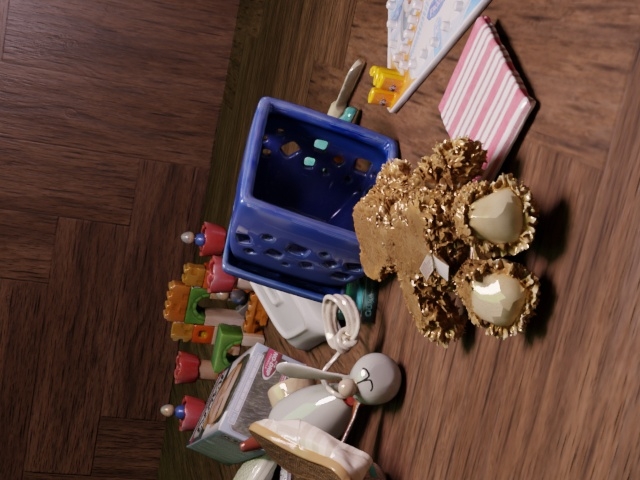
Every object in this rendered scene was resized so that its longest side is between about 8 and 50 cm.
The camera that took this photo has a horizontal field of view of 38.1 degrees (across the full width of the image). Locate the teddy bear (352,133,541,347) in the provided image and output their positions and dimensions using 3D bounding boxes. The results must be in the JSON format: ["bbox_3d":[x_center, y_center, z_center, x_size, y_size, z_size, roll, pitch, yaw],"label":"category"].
[{"bbox_3d":[0.156,-0.001,1.075,0.338,0.113,0.245,156,99,-69],"label":"teddy bear"}]

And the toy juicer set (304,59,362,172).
[{"bbox_3d":[0.010,-0.147,1.709,0.329,0.089,0.209,-62,-2,-17],"label":"toy juicer set"}]

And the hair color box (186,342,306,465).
[{"bbox_3d":[-0.161,0.345,1.902,0.185,0.113,0.374,-67,10,-23],"label":"hair color box"}]

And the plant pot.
[{"bbox_3d":[-0.025,-0.046,1.436,0.212,0.236,0.236,118,165,-48],"label":"plant pot"}]

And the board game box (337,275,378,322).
[{"bbox_3d":[0.054,0.071,1.532,0.186,0.026,0.126,168,109,-73],"label":"board game box"}]

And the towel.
[{"bbox_3d":[0.202,-0.165,1.131,0.197,0.029,0.144,-103,25,-45],"label":"towel"}]

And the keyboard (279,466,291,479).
[{"bbox_3d":[-0.075,0.542,1.779,0.072,0.014,0.256,138,138,-66],"label":"keyboard"}]

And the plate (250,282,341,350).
[{"bbox_3d":[-0.077,0.074,1.677,0.277,0.045,0.278,61,160,4],"label":"plate"}]

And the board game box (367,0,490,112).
[{"bbox_3d":[0.159,-0.446,1.375,0.390,0.050,0.390,133,142,-64],"label":"board game box"}]

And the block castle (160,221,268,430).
[{"bbox_3d":[-0.264,0.206,2.249,0.303,0.213,0.453,-116,37,-64],"label":"block castle"}]

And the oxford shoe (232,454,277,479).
[{"bbox_3d":[-0.167,0.611,1.891,0.169,0.130,0.449,-77,12,-85],"label":"oxford shoe"}]

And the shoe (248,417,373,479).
[{"bbox_3d":[-0.016,0.294,1.299,0.219,0.058,0.076,14,138,46],"label":"shoe"}]

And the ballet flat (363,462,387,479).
[{"bbox_3d":[0.023,0.441,1.343,0.106,0.107,0.316,-100,33,-57],"label":"ballet flat"}]

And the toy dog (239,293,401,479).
[{"bbox_3d":[-0.019,0.258,1.400,0.220,0.161,0.334,53,142,34],"label":"toy dog"}]
